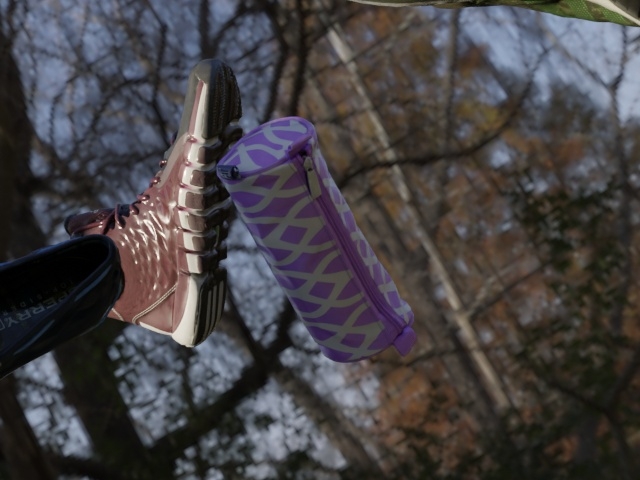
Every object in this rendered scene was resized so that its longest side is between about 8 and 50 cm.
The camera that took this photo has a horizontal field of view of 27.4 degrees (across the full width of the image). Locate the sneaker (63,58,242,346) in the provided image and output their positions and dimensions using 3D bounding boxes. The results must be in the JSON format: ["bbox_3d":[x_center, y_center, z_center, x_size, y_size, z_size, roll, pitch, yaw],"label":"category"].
[{"bbox_3d":[-0.171,-0.042,1.272,0.162,0.282,0.106,9,11,13],"label":"sneaker"}]

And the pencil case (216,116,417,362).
[{"bbox_3d":[0.000,0.000,1.015,0.088,0.206,0.086,-1,39,41],"label":"pencil case"}]

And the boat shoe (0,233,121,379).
[{"bbox_3d":[-0.260,0.056,0.946,0.258,0.109,0.089,-36,-15,-34],"label":"boat shoe"}]

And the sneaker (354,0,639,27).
[{"bbox_3d":[0.168,-0.202,0.835,0.410,0.158,0.182,11,7,2],"label":"sneaker"}]
